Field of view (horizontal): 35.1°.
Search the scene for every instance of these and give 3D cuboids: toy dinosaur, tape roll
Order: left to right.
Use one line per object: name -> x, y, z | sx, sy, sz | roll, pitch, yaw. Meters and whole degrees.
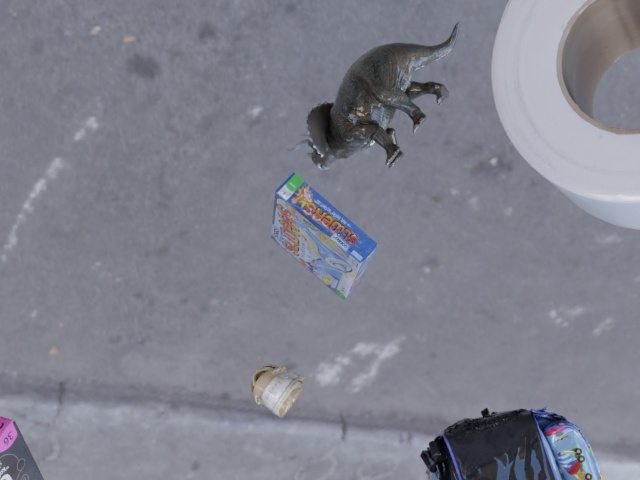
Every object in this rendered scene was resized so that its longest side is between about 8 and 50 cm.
toy dinosaur -> 0.084, -0.210, 1.497 | 0.313, 0.160, 0.121 | -54, 172, 19
tape roll -> 0.290, -0.139, 0.899 | 0.246, 0.246, 0.169 | -34, 161, 16

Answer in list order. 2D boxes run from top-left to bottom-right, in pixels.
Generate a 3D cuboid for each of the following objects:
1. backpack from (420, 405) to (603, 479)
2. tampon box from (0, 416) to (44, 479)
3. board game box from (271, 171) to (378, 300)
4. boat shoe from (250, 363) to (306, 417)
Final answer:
backpack -> 0.147, 0.205, 0.770 | 0.117, 0.158, 0.173 | -18, 169, 0
tampon box -> -0.330, 0.202, 0.820 | 0.161, 0.120, 0.101 | 10, 134, 21
board game box -> 0.000, 0.000, 1.280 | 0.035, 0.136, 0.201 | -47, 172, -14
boat shoe -> -0.057, 0.180, 1.262 | 0.063, 0.059, 0.170 | -54, 179, -9
